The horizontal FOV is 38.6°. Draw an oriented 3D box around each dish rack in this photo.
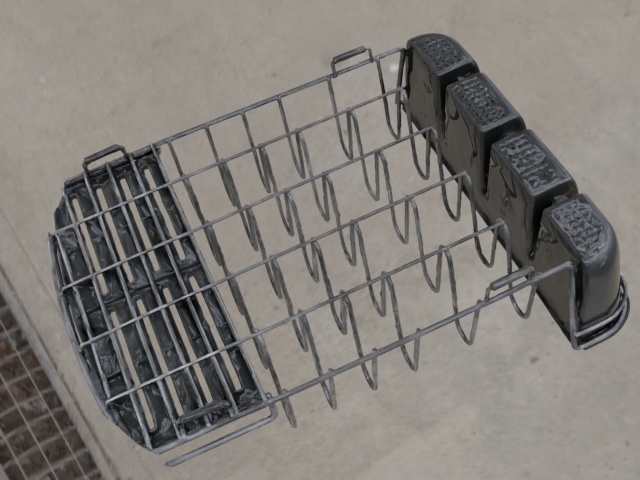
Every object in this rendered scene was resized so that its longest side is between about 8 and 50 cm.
[{"bbox_3d":[0.000,0.000,0.484,0.272,0.074,0.208,-23,52,-8],"label":"dish rack"}]
